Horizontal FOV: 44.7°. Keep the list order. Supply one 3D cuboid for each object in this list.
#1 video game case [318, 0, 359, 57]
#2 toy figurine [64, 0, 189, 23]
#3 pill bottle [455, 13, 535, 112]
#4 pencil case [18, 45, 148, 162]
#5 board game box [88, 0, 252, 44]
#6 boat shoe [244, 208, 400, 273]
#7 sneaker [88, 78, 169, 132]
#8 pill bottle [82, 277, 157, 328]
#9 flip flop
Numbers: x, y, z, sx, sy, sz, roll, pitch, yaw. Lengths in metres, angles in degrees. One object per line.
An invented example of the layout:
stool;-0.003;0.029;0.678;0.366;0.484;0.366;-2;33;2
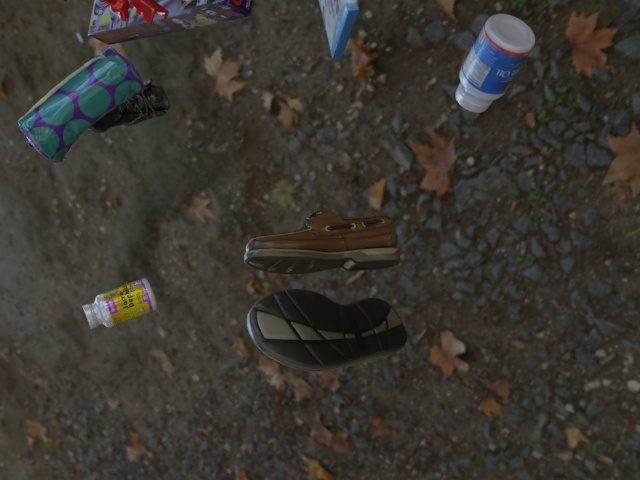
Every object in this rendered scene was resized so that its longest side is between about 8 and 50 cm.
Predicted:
video game case;0.010;-0.313;0.905;0.119;0.015;0.166;124;134;-75
toy figurine;-0.215;-0.436;0.791;0.217;0.191;0.363;38;121;25
pill bottle;0.405;-0.413;1.847;0.124;0.124;0.221;36;143;10
pencil case;-0.281;-0.159;0.920;0.064;0.151;0.070;30;159;49
board game box;-0.216;-0.412;1.147;0.346;0.208;0.056;4;169;43
boat shoe;0.000;0.000;1.452;0.110;0.307;0.105;146;121;-60
sneaker;-0.397;-0.279;1.589;0.130;0.227;0.087;-20;93;21
pill bottle;-0.245;0.079;0.952;0.043;0.083;0.043;54;156;37
flip flop;0.009;0.129;1.064;0.080;0.277;0.112;-34;66;36
